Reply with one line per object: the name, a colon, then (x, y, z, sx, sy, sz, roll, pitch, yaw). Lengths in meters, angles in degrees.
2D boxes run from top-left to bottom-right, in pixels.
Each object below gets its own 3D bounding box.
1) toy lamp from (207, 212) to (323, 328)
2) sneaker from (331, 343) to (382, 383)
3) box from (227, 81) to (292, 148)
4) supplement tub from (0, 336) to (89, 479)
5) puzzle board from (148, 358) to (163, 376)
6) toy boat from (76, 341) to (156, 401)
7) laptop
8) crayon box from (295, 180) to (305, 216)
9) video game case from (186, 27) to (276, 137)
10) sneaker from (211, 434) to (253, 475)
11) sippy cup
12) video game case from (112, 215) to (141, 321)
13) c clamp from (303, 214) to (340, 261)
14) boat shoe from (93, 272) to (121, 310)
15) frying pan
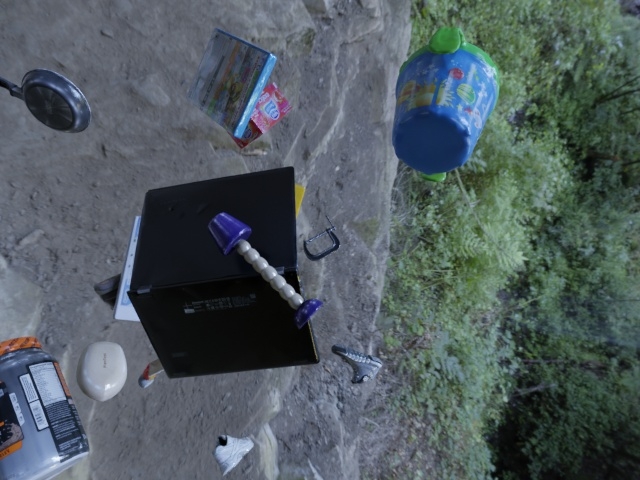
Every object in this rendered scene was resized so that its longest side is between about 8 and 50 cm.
toy lamp: (-0.114, 0.053, 0.842, 0.274, 0.080, 0.080, 42, 80, 6)
sneaker: (0.133, 0.525, 1.753, 0.228, 0.086, 0.132, 22, 95, -8)
box: (-0.227, -0.456, 1.538, 0.123, 0.128, 0.257, 52, 39, -19)
supplement tub: (-0.739, 0.429, 1.057, 0.207, 0.207, 0.338, -29, 75, -11)
puzzle board: (-0.568, 0.449, 1.558, 0.128, 0.096, 0.011, -24, 110, -11)
toy boat: (-0.856, 0.565, 1.791, 0.317, 0.268, 0.148, 15, 125, -31)
laptop: (-0.216, 0.082, 1.008, 0.381, 0.236, 0.409, -8, 117, 8)
crayon box: (-0.145, -0.143, 1.741, 0.083, 0.323, 0.203, 15, 100, -14)
video game case: (-0.137, -0.235, 0.620, 0.015, 0.166, 0.119, 12, 112, -48)
sneaker: (-0.322, 0.747, 1.540, 0.090, 0.232, 0.115, -42, 79, 0)
sippy cup: (0.259, -0.274, 0.927, 0.305, 0.239, 0.224, 44, 49, -26)
video game case: (-0.502, 0.112, 1.417, 0.299, 0.036, 0.330, 15, 77, -37)
c clamp: (0.000, 0.000, 1.570, 0.160, 0.022, 0.137, -34, 74, -17)
boat shoe: (-0.698, 0.185, 1.498, 0.132, 0.355, 0.131, -24, 95, -9)
frying pan: (-0.814, -0.427, 1.195, 0.326, 0.197, 0.053, 35, 40, -23)
